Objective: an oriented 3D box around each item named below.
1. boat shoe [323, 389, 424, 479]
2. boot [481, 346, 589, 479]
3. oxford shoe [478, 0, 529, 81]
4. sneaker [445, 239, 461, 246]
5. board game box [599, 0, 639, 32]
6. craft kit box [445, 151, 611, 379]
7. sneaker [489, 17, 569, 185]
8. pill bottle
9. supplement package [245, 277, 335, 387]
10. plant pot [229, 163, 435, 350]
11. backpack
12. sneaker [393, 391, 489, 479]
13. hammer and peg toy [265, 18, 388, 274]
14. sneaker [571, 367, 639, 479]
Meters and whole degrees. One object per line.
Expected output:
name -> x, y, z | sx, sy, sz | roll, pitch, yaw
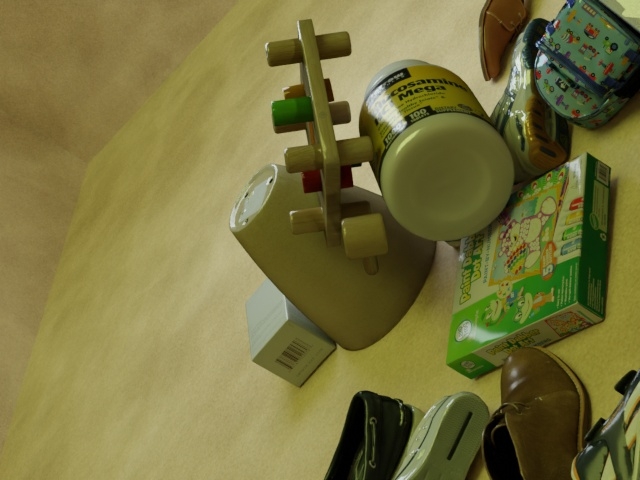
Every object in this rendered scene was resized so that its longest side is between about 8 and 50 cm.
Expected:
boat shoe -> 0.027, 0.361, 1.890 | 0.340, 0.113, 0.127 | -62, 24, -12
boot -> 0.248, 0.215, 1.639 | 0.112, 0.115, 0.305 | -48, 23, 25
oxford shoe -> 0.311, -0.366, 2.331 | 0.076, 0.076, 0.212 | 5, 69, 20
sneaker -> 0.206, -0.037, 2.067 | 0.152, 0.084, 0.058 | -21, 42, 63
board game box -> 0.515, -0.379, 1.738 | 0.318, 0.066, 0.319 | -51, 53, 13
craft kit box -> 0.281, 0.035, 1.862 | 0.246, 0.061, 0.250 | -35, 34, 45
sneaker -> 0.303, -0.211, 2.082 | 0.131, 0.112, 0.296 | -34, 31, 44
pill bottle -> 0.157, -0.149, 2.026 | 0.188, 0.188, 0.334 | -51, 22, 15
supplement package -> -0.053, 0.143, 2.345 | 0.105, 0.105, 0.179 | -50, 24, 21
plant pot -> 0.000, 0.000, 2.207 | 0.256, 0.274, 0.256 | -43, 27, 28
backpack -> 0.371, -0.246, 1.929 | 0.117, 0.158, 0.173 | -13, -33, -55
sneaker -> 0.138, 0.315, 1.786 | 0.258, 0.094, 0.091 | -57, 4, -10
hammer and peg toy -> 0.005, -0.104, 2.004 | 0.266, 0.127, 0.361 | 88, 172, -63
sneaker -> 0.342, 0.207, 1.442 | 0.127, 0.126, 0.321 | -9, 53, 53
